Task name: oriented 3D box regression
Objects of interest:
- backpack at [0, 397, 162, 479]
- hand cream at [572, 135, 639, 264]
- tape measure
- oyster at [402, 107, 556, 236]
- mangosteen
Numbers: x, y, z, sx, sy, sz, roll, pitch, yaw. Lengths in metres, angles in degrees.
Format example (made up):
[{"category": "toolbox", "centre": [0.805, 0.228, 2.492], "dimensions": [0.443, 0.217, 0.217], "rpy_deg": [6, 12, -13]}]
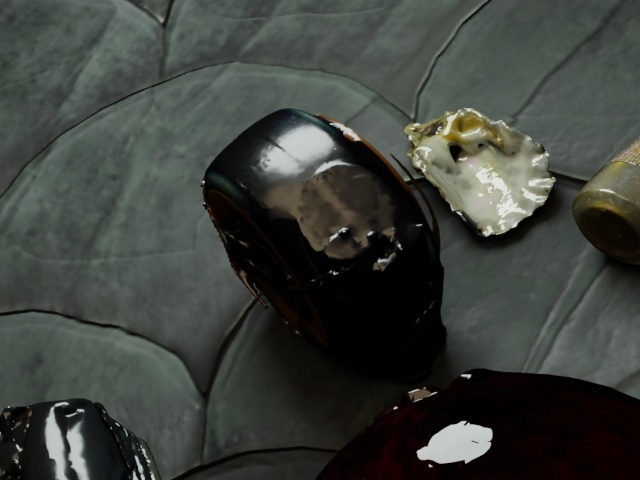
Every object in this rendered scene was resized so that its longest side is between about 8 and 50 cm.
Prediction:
[{"category": "backpack", "centre": [-0.257, 0.238, 1.288], "dimensions": [0.258, 0.133, 0.206], "rpy_deg": [-28, 47, 7]}, {"category": "hand cream", "centre": [0.290, -0.075, 1.348], "dimensions": [0.084, 0.084, 0.203], "rpy_deg": [22, 60, 31]}, {"category": "tape measure", "centre": [0.000, 0.000, 1.314], "dimensions": [0.135, 0.202, 0.223], "rpy_deg": [-40, 57, -15]}, {"category": "oyster", "centre": [0.132, -0.060, 1.409], "dimensions": [0.146, 0.045, 0.122], "rpy_deg": [5, 54, 14]}, {"category": "mangosteen", "centre": [0.136, 0.252, 1.028], "dimensions": [0.307, 0.307, 0.347], "rpy_deg": [-24, 64, 2]}]
